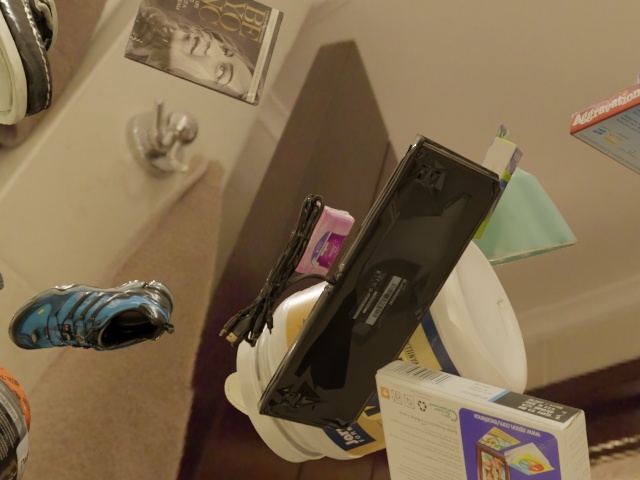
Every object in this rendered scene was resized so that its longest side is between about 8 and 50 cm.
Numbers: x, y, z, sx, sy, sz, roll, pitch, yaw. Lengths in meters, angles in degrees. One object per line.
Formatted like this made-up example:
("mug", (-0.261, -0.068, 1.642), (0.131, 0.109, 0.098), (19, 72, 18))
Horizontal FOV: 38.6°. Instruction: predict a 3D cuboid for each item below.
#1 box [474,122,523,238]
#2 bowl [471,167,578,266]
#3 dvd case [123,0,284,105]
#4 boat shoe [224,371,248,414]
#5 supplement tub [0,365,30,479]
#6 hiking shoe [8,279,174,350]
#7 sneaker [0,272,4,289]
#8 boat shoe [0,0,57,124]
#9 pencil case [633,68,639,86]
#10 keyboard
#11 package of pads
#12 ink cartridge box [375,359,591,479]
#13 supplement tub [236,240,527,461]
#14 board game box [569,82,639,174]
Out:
("box", (0.266, -0.090, 1.435), (0.042, 0.109, 0.178), (28, -82, 16))
("bowl", (0.296, -0.034, 1.674), (0.311, 0.311, 0.163), (-16, -96, 26))
("dvd case", (-0.179, -0.324, 1.435), (0.221, 0.165, 0.018), (19, -12, -19))
("boat shoe", (-0.039, 0.310, 1.838), (0.304, 0.091, 0.109), (6, -78, 12))
("supplement tub", (-0.415, 0.242, 0.916), (0.193, 0.316, 0.194), (0, -74, 2))
("hiking shoe", (-0.417, 0.144, 1.643), (0.304, 0.132, 0.113), (-12, -66, -3))
("sneaker", (-0.604, 0.086, 1.314), (0.283, 0.110, 0.122), (-11, -29, -37))
("boat shoe", (-0.283, -0.212, 0.815), (0.091, 0.302, 0.114), (-9, -40, -33))
("pencil case", (0.443, -0.188, 1.158), (0.088, 0.086, 0.206), (-1, -20, 10))
("keyboard", (0.026, 0.041, 0.878), (0.201, 0.033, 0.317), (21, -74, -33))
("package of pads", (0.000, 0.000, 1.055), (0.050, 0.032, 0.083), (17, -74, -39))
("ink cartridge box", (0.144, 0.225, 0.808), (0.206, 0.045, 0.208), (9, -67, 47))
("supplement tub", (0.075, 0.144, 1.159), (0.316, 0.228, 0.228), (-25, -61, 24))
("board game box", (0.393, -0.075, 0.872), (0.281, 0.027, 0.145), (25, -23, -24))
